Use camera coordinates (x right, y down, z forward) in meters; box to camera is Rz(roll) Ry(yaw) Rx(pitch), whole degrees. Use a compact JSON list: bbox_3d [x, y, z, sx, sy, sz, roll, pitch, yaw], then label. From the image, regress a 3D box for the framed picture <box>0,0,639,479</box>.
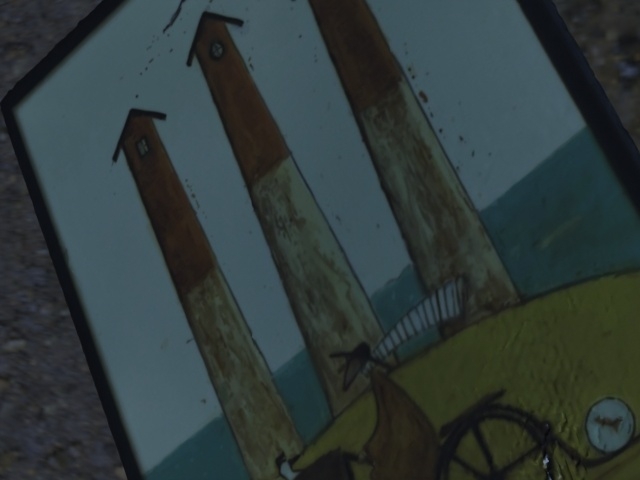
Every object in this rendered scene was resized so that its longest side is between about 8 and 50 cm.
[{"bbox_3d":[0.000,0.000,0.603,0.013,0.244,0.324,16,42,-51],"label":"framed picture"}]
